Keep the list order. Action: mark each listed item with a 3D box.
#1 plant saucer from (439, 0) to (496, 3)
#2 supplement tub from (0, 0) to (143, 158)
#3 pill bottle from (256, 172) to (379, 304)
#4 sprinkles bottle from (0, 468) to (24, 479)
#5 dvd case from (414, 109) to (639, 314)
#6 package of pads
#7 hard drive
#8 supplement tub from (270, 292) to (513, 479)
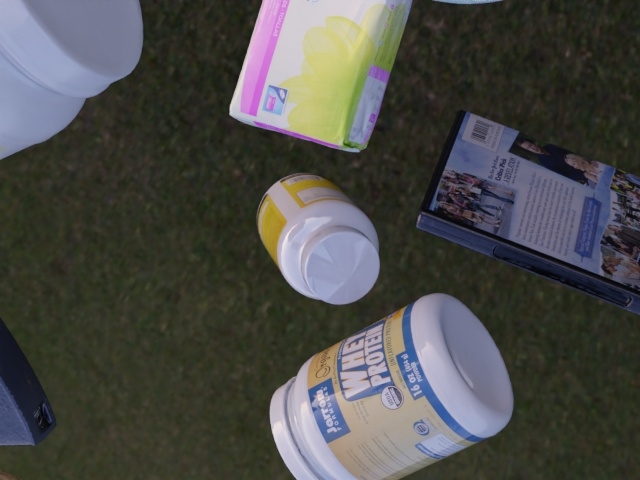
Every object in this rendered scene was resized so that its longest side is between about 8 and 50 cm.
[{"bbox_3d":[0.097,-0.344,1.009,0.318,0.043,0.317,22,139,20],"label":"plant saucer"},{"bbox_3d":[-0.329,-0.158,0.965,0.325,0.235,0.235,-21,123,20],"label":"supplement tub"},{"bbox_3d":[0.000,0.000,1.250,0.103,0.184,0.103,-4,108,-12],"label":"pill bottle"},{"bbox_3d":[-0.317,0.136,0.732,0.356,0.121,0.121,23,137,12],"label":"sprinkles bottle"},{"bbox_3d":[0.217,-0.020,1.057,0.253,0.180,0.022,22,128,4],"label":"dvd case"},{"bbox_3d":[0.006,-0.305,1.962,0.229,0.101,0.296,18,94,25],"label":"package of pads"},{"bbox_3d":[-0.446,0.171,1.524,0.172,0.054,0.254,-4,134,13],"label":"hard drive"},{"bbox_3d":[0.066,0.152,1.175,0.200,0.144,0.144,-31,116,25],"label":"supplement tub"}]
